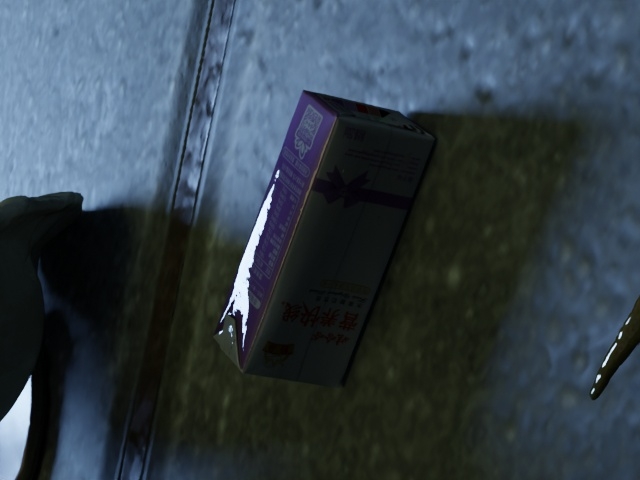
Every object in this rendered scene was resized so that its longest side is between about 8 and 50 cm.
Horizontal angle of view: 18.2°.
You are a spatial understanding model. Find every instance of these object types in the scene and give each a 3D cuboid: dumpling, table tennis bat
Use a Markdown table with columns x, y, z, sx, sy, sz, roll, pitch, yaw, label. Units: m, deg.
| x | y | z | sx | sy | sz | roll | pitch | yaw | label |
| --- | --- | --- | --- | --- | --- | --- | --- | --- | --- |
| -0.196 | 0.031 | 1.032 | 0.166 | 0.216 | 0.126 | -49 | 59 | 17 | dumpling |
| -0.217 | 0.136 | 1.178 | 0.246 | 0.022 | 0.138 | -47 | 42 | 40 | table tennis bat |

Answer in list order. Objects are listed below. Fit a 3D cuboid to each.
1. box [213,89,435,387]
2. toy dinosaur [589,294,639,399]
| x | y | z | sx | sy | sz | roll | pitch | yaw | label |
| --- | --- | --- | --- | --- | --- | --- | --- | --- | --- |
| 0.000 | 0.000 | 0.814 | 0.036 | 0.051 | 0.117 | 48 | 120 | 56 | box |
| 0.131 | -0.030 | 0.620 | 0.162 | 0.039 | 0.126 | -35 | 42 | 57 | toy dinosaur |
